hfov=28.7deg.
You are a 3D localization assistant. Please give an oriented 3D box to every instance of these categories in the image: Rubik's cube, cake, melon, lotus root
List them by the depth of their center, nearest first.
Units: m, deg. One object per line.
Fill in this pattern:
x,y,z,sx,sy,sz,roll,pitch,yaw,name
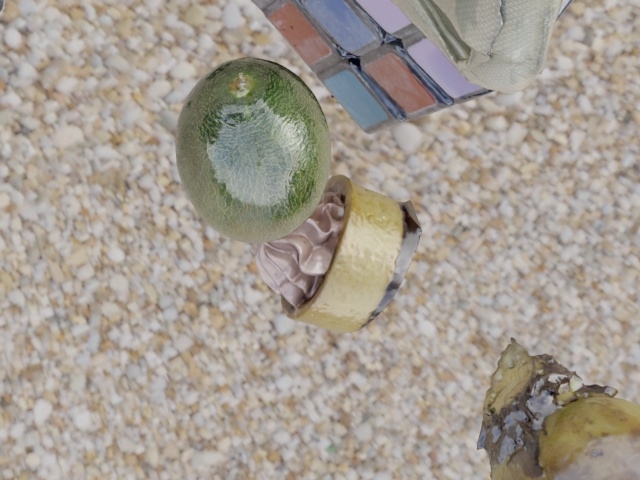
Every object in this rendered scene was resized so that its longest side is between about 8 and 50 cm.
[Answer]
-0.048,-0.067,0.911,0.114,0.114,0.167,-24,146,-12,melon
0.241,0.215,0.976,0.314,0.169,0.141,40,78,0,lotus root
0.000,0.000,1.564,0.178,0.185,0.208,32,81,-19,cake
0.124,-0.389,1.568,0.362,0.359,0.363,48,68,-13,Rubik's cube

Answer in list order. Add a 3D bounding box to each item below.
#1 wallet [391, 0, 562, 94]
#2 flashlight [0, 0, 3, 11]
0.056,-0.233,0.761,0.068,0.275,0.335,-33,155,-18,wallet
-0.346,-0.217,1.122,0.121,0.035,0.057,7,145,3,flashlight
